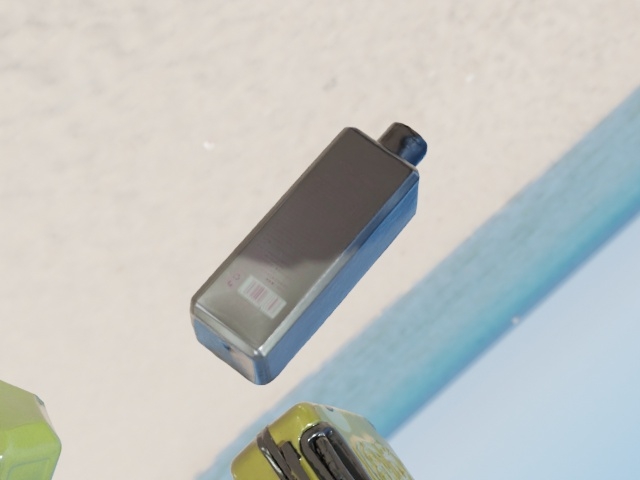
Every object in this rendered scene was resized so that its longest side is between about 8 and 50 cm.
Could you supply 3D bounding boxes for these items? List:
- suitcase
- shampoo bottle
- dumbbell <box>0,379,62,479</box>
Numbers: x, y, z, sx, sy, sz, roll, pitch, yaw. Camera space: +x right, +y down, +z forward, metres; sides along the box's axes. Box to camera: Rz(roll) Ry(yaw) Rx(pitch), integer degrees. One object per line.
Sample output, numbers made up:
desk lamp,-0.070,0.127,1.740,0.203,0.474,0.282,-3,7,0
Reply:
suitcase,0.018,0.286,1.436,0.143,0.194,0.235,-42,153,10
shampoo bottle,0.000,0.000,1.105,0.246,0.080,0.079,-48,163,-19
dumbbell,-0.296,0.257,1.069,0.121,0.108,0.301,-8,121,-55
